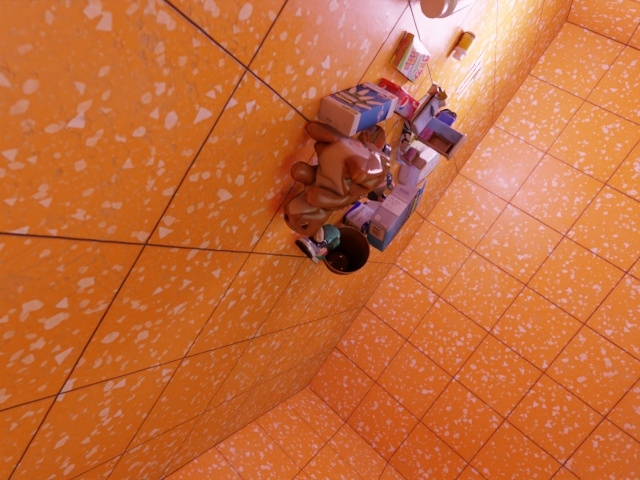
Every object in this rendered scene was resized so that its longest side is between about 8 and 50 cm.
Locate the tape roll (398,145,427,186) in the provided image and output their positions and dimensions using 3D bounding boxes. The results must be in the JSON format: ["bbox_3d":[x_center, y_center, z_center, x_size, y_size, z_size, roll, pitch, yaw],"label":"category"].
[{"bbox_3d":[0.596,-0.479,2.364,0.392,0.072,0.392,-43,158,-22],"label":"tape roll"}]

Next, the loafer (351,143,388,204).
[{"bbox_3d":[0.174,-0.301,1.745,0.095,0.109,0.303,22,104,-34],"label":"loafer"}]

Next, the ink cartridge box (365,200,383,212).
[{"bbox_3d":[0.315,-0.146,2.160,0.140,0.082,0.190,-46,144,17],"label":"ink cartridge box"}]

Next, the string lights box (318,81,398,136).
[{"bbox_3d":[0.127,-0.437,1.337,0.259,0.133,0.077,-36,153,-40],"label":"string lights box"}]

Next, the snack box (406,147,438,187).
[{"bbox_3d":[0.566,-0.409,2.212,0.207,0.070,0.175,-43,158,-28],"label":"snack box"}]

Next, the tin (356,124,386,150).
[{"bbox_3d":[0.186,-0.369,1.613,0.190,0.106,0.040,-55,160,9],"label":"tin"}]

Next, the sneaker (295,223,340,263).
[{"bbox_3d":[0.000,0.000,1.782,0.178,0.124,0.295,-46,167,-4],"label":"sneaker"}]

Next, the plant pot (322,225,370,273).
[{"bbox_3d":[0.106,0.082,2.053,0.237,0.237,0.254,-45,172,-19],"label":"plant pot"}]

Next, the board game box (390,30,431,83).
[{"bbox_3d":[0.345,-0.690,1.541,0.259,0.039,0.124,-8,131,-59],"label":"board game box"}]

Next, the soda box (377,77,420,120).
[{"bbox_3d":[0.301,-0.548,1.589,0.263,0.092,0.084,-9,132,-61],"label":"soda box"}]

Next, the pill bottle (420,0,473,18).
[{"bbox_3d":[0.433,-0.829,1.373,0.216,0.121,0.121,-40,156,-31],"label":"pill bottle"}]

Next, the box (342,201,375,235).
[{"bbox_3d":[0.201,-0.106,2.028,0.126,0.137,0.072,-43,156,-24],"label":"box"}]

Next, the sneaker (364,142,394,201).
[{"bbox_3d":[0.296,-0.307,1.879,0.319,0.131,0.112,106,5,-52],"label":"sneaker"}]

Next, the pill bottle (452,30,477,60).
[{"bbox_3d":[0.651,-0.880,1.838,0.116,0.065,0.065,-59,159,16],"label":"pill bottle"}]

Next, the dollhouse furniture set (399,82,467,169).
[{"bbox_3d":[0.502,-0.482,1.815,0.286,0.198,0.303,-51,158,1],"label":"dollhouse furniture set"}]

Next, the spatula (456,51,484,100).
[{"bbox_3d":[0.840,-0.906,2.269,0.242,0.019,0.168,-54,160,1],"label":"spatula"}]

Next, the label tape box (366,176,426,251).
[{"bbox_3d":[0.367,-0.142,1.974,0.348,0.115,0.249,-52,163,-19],"label":"label tape box"}]

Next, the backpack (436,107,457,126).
[{"bbox_3d":[0.688,-0.668,2.226,0.120,0.098,0.101,-49,173,-49],"label":"backpack"}]

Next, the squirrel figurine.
[{"bbox_3d":[0.050,-0.175,1.423,0.396,0.281,0.371,-17,146,-54],"label":"squirrel figurine"}]

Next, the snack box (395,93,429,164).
[{"bbox_3d":[0.473,-0.545,2.008,0.187,0.060,0.322,-42,157,-23],"label":"snack box"}]

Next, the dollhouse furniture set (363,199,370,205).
[{"bbox_3d":[0.262,-0.192,2.186,0.151,0.059,0.076,3,131,-43],"label":"dollhouse furniture set"}]
